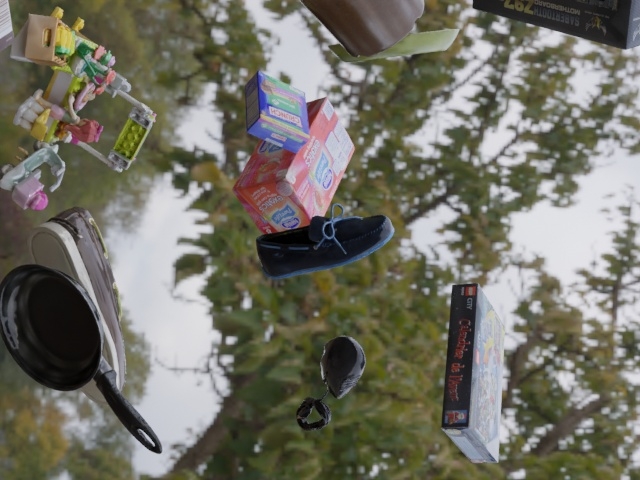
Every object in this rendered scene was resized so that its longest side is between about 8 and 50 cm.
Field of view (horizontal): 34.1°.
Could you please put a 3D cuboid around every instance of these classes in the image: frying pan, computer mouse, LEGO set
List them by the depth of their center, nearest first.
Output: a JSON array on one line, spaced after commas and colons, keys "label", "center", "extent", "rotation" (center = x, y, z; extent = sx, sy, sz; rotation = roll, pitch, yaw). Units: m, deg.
[{"label": "LEGO set", "center": [-0.216, -0.126, 0.970], "extent": [0.132, 0.107, 0.287], "rotation": [-58, -176, -31]}, {"label": "frying pan", "center": [-0.332, 0.148, 1.490], "extent": [0.326, 0.053, 0.197], "rotation": [24, -62, 19]}, {"label": "computer mouse", "center": [0.003, 0.214, 1.508], "extent": [0.071, 0.041, 0.242], "rotation": [53, -37, 23]}]

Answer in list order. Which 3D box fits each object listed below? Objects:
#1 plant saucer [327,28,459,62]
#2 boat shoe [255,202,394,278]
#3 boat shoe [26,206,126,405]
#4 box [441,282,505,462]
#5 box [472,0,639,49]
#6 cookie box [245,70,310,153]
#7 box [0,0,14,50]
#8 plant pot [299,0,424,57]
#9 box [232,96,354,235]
[{"label": "plant saucer", "center": [0.134, -0.352, 1.900], "extent": [0.241, 0.241, 0.037], "rotation": [-167, -113, -66]}, {"label": "boat shoe", "center": [0.000, 0.000, 1.857], "extent": [0.109, 0.258, 0.089], "rotation": [-77, 145, -63]}, {"label": "boat shoe", "center": [-0.362, 0.106, 1.644], "extent": [0.116, 0.097, 0.324], "rotation": [-1, -64, 29]}, {"label": "box", "center": [0.237, 0.204, 1.600], "extent": [0.044, 0.159, 0.233], "rotation": [-6, -122, 25]}, {"label": "box", "center": [0.277, -0.332, 1.181], "extent": [0.232, 0.059, 0.183], "rotation": [29, -50, 44]}, {"label": "cookie box", "center": [-0.066, -0.196, 1.594], "extent": [0.040, 0.092, 0.107], "rotation": [-45, -143, 37]}, {"label": "box", "center": [-0.735, -0.446, 2.034], "extent": [0.167, 0.203, 0.168], "rotation": [-60, 155, -53]}, {"label": "plant pot", "center": [0.043, -0.338, 1.359], "extent": [0.167, 0.165, 0.167], "rotation": [-27, -143, 22]}, {"label": "box", "center": [-0.052, -0.159, 2.278], "extent": [0.142, 0.154, 0.300], "rotation": [-12, -144, 31]}]
